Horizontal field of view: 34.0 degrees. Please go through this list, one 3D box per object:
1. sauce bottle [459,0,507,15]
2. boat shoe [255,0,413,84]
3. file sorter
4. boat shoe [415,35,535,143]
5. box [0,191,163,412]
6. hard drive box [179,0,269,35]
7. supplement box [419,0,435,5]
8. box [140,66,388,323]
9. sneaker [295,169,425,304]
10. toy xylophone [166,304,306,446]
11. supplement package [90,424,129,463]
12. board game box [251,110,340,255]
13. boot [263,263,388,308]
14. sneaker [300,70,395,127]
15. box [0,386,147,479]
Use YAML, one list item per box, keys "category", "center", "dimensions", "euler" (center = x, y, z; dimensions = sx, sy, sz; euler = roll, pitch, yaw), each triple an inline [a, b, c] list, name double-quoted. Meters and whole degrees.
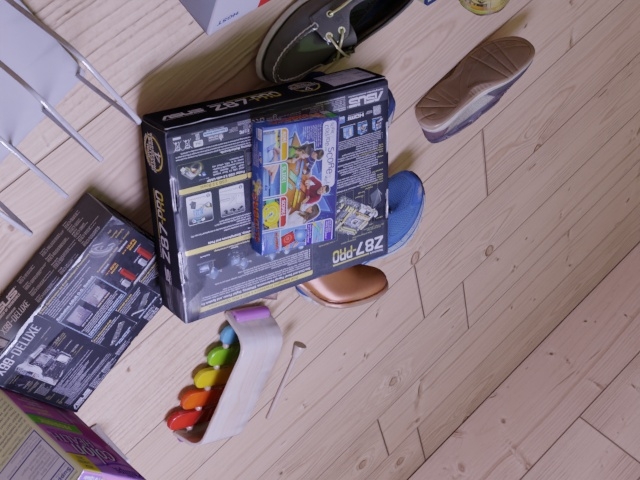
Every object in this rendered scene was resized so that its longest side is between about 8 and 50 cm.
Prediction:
- category: "sauce bottle"
  center: [0.273, -0.454, 1.735]
  dimensions: [0.111, 0.111, 0.344]
  euler: [-55, 173, 6]
- category: "boat shoe"
  center: [0.029, -0.344, 1.661]
  dimensions: [0.305, 0.091, 0.109]
  euler: [-41, 148, -18]
- category: "file sorter"
  center: [-0.388, -0.124, 1.257]
  dimensions: [0.278, 0.173, 0.193]
  euler: [-48, 149, -6]
- category: "boat shoe"
  center: [0.308, -0.298, 2.081]
  dimensions: [0.285, 0.103, 0.092]
  euler: [-40, 153, -12]
- category: "box"
  center: [-0.370, 0.105, 1.613]
  dimensions: [0.307, 0.076, 0.242]
  euler: [-51, 149, -2]
- category: "hard drive box"
  center: [-0.086, -0.400, 1.367]
  dimensions: [0.181, 0.089, 0.232]
  euler: [-36, 172, -24]
- category: "supplement box"
  center: [0.169, -0.452, 1.743]
  dimensions: [0.056, 0.083, 0.083]
  euler: [-36, 146, -26]
- category: "box"
  center: [-0.071, -0.078, 1.637]
  dimensions: [0.394, 0.097, 0.318]
  euler: [-19, 119, -29]
- category: "sneaker"
  center: [0.076, -0.021, 2.027]
  dimensions: [0.330, 0.129, 0.147]
  euler: [-44, 151, -13]
- category: "toy xylophone"
  center: [-0.160, 0.279, 2.070]
  dimensions: [0.236, 0.081, 0.323]
  euler: [7, 116, -55]
- category: "supplement package"
  center: [-0.436, 0.427, 1.833]
  dimensions: [0.179, 0.105, 0.105]
  euler: [-29, 142, -35]
- category: "board game box"
  center: [-0.038, -0.087, 1.570]
  dimensions: [0.136, 0.035, 0.201]
  euler: [-12, 117, -31]
- category: "boot"
  center: [0.000, 0.000, 1.884]
  dimensions: [0.283, 0.109, 0.220]
  euler: [6, 117, -6]
- category: "sneaker"
  center: [0.024, -0.226, 1.760]
  dimensions: [0.296, 0.112, 0.131]
  euler: [-27, 141, -37]
- category: "box"
  center: [-0.421, 0.331, 1.596]
  dimensions: [0.117, 0.243, 0.213]
  euler: [-52, 155, -4]
